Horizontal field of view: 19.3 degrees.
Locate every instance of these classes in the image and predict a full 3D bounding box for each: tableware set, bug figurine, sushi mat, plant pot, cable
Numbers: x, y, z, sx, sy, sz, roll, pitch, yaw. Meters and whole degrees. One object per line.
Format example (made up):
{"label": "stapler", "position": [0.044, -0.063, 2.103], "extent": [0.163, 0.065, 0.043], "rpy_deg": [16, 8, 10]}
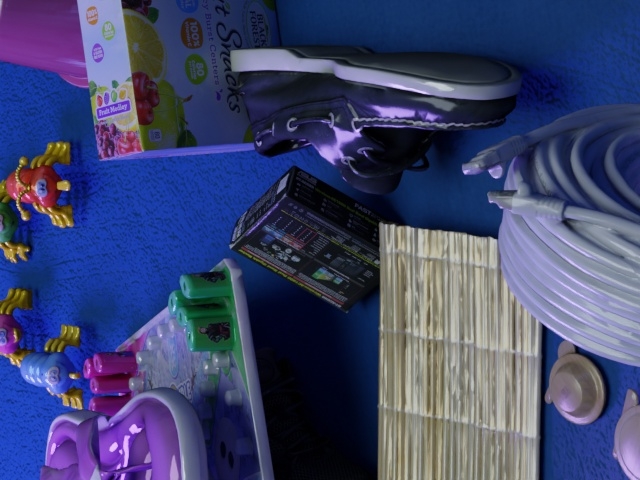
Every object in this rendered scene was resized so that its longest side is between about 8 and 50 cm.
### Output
{"label": "tableware set", "position": [0.224, 0.097, 1.387], "extent": [0.169, 0.020, 0.141], "rpy_deg": [36, 124, 40]}
{"label": "bug figurine", "position": [-0.312, 0.039, 1.958], "extent": [0.216, 0.072, 0.279], "rpy_deg": [-3, 92, 56]}
{"label": "sushi mat", "position": [0.109, 0.147, 1.504], "extent": [0.151, 0.019, 0.316], "rpy_deg": [5, 100, 32]}
{"label": "plant pot", "position": [-0.258, -0.244, 1.784], "extent": [0.201, 0.180, 0.201], "rpy_deg": [8, 101, 48]}
{"label": "cable", "position": [0.240, -0.001, 1.172], "extent": [0.257, 0.257, 0.089], "rpy_deg": [27, 122, 27]}

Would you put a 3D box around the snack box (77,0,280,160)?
{"label": "snack box", "position": [-0.120, -0.179, 1.633], "extent": [0.070, 0.174, 0.207], "rpy_deg": [-8, 89, 47]}

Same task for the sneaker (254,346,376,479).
{"label": "sneaker", "position": [-0.035, 0.172, 1.652], "extent": [0.227, 0.087, 0.130], "rpy_deg": [16, 114, 53]}

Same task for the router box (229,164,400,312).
{"label": "router box", "position": [0.000, 0.000, 1.564], "extent": [0.092, 0.122, 0.038], "rpy_deg": [-42, 26, 43]}

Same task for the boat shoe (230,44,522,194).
{"label": "boat shoe", "position": [0.037, -0.094, 1.497], "extent": [0.340, 0.127, 0.113], "rpy_deg": [11, 105, 50]}

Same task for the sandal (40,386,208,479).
{"label": "sandal", "position": [-0.196, 0.224, 1.650], "extent": [0.416, 0.102, 0.169], "rpy_deg": [158, 107, -67]}

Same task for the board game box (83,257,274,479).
{"label": "board game box", "position": [-0.126, 0.250, 1.685], "extent": [0.390, 0.050, 0.389], "rpy_deg": [143, 120, -65]}
